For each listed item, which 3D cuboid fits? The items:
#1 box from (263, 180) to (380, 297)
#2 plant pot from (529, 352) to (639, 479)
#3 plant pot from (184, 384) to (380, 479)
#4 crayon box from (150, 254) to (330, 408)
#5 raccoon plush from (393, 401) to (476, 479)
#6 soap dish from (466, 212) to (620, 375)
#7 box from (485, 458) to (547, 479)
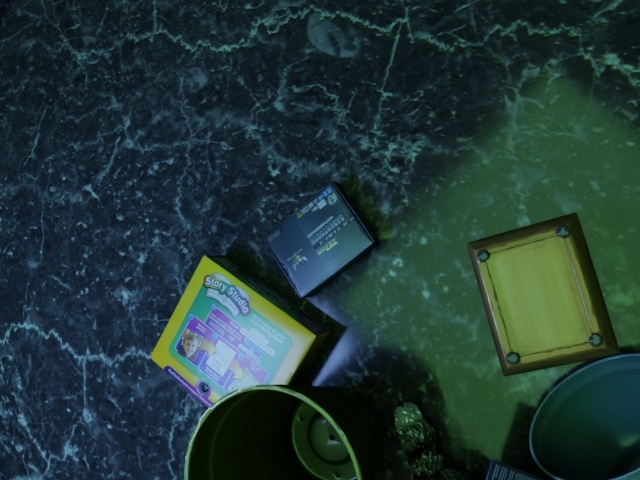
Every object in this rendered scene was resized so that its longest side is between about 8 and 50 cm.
[{"bbox_3d":[0.000,0.000,1.405,0.232,0.059,0.183,-38,75,18],"label":"box"},{"bbox_3d":[0.557,0.377,1.045,0.293,0.293,0.196,-37,100,18],"label":"plant pot"},{"bbox_3d":[-0.030,0.458,1.231,0.366,0.353,0.367,-1,87,22],"label":"plant pot"},{"bbox_3d":[-0.206,0.259,1.456,0.363,0.106,0.313,33,99,21],"label":"crayon box"},{"bbox_3d":[0.343,0.513,1.161,0.299,0.216,0.447,-22,78,13],"label":"raccoon plush"},{"bbox_3d":[0.439,0.111,1.177,0.228,0.118,0.291,-17,79,22],"label":"soap dish"},{"bbox_3d":[0.359,0.477,1.019,0.158,0.156,0.093,15,55,23],"label":"box"}]
